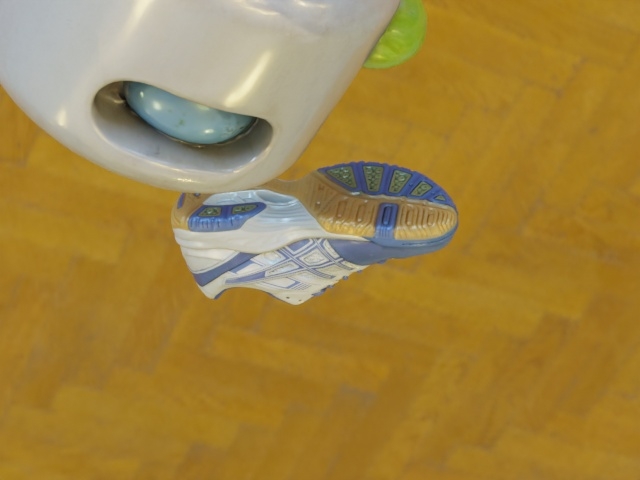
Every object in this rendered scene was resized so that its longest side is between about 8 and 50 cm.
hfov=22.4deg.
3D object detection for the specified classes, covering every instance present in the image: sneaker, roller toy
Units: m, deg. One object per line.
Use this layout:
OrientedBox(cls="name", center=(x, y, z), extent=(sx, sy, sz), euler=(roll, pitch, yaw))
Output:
OrientedBox(cls="sneaker", center=(0.000, 0.000, 1.653), extent=(0.297, 0.112, 0.131), euler=(1, 127, 18))
OrientedBox(cls="roller toy", center=(-0.071, -0.126, 0.809), extent=(0.209, 0.191, 0.146), euler=(43, 126, 11))
